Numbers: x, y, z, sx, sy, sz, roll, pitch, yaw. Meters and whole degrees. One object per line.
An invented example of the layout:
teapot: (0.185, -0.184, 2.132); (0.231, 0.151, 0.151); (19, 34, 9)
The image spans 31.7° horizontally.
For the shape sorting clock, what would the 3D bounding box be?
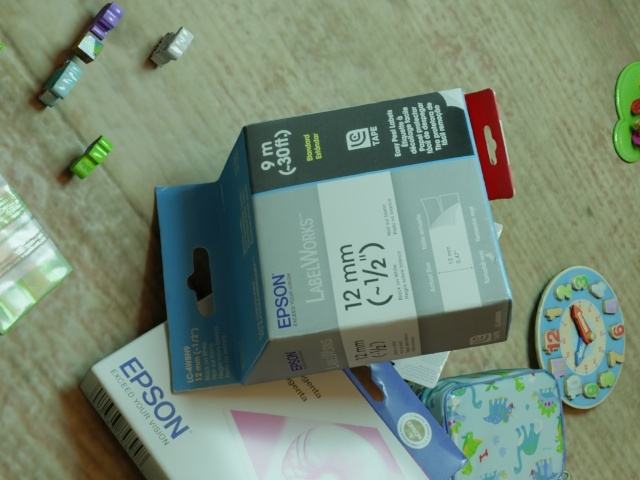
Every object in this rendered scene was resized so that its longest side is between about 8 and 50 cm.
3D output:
shape sorting clock: (0.379, 0.139, 1.626); (0.206, 0.040, 0.206); (3, 84, -36)

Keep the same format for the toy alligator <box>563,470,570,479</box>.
toy alligator: (0.281, 0.388, 1.528); (0.190, 0.056, 0.051); (-40, 151, -33)

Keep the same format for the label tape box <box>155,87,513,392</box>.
label tape box: (0.000, 0.000, 1.154); (0.348, 0.115, 0.249); (-9, 63, 1)

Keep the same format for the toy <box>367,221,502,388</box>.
toy: (0.125, 0.068, 1.412); (0.237, 0.137, 0.056); (-64, 158, -21)

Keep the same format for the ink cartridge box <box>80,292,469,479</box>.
ink cartridge box: (-0.031, 0.192, 1.219); (0.330, 0.071, 0.324); (-33, 78, -33)

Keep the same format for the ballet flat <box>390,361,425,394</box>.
ballet flat: (0.143, 0.122, 1.448); (0.070, 0.070, 0.188); (49, 62, -23)

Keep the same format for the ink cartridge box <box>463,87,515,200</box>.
ink cartridge box: (0.111, -0.094, 1.328); (0.078, 0.231, 0.134); (-15, 95, -37)

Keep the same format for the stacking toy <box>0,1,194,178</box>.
stacking toy: (-0.254, -0.195, 1.183); (0.167, 0.052, 0.221); (42, 65, -24)

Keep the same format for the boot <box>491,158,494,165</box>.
boot: (0.186, -0.081, 1.507); (0.114, 0.037, 0.106); (28, 72, -37)

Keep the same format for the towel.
towel: (-0.327, 0.005, 1.123); (0.113, 0.023, 0.152); (-46, 112, -29)

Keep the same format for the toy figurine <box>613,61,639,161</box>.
toy figurine: (0.542, -0.204, 1.703); (0.130, 0.159, 0.173); (39, 65, -27)

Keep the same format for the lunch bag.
lunch bag: (0.218, 0.260, 1.465); (0.219, 0.090, 0.176); (-5, 88, -37)
